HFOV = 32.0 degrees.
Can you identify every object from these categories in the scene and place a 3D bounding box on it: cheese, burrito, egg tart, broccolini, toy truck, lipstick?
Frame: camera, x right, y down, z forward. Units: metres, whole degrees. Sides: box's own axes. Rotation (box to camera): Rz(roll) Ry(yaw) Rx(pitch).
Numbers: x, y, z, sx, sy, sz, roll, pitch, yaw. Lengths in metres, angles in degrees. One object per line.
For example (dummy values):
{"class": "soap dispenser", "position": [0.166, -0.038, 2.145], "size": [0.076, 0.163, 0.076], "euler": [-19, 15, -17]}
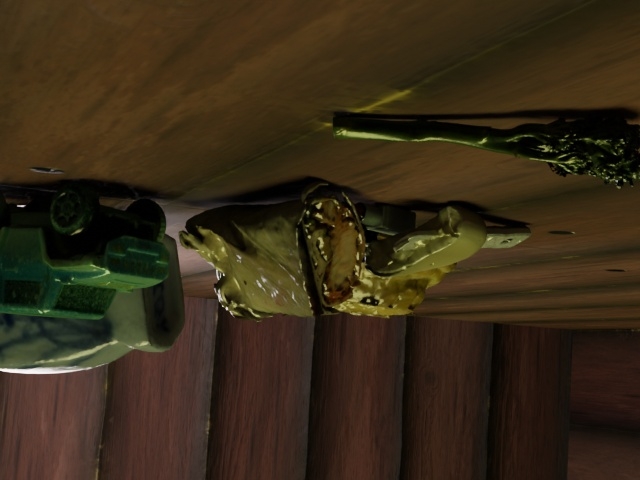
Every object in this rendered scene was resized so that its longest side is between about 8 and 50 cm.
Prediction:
{"class": "cheese", "position": [0.169, -0.001, 1.345], "size": [0.235, 0.050, 0.127], "euler": [0, 152, -45]}
{"class": "burrito", "position": [-0.046, 0.022, 1.331], "size": [0.175, 0.107, 0.347], "euler": [46, 153, -19]}
{"class": "egg tart", "position": [0.054, 0.049, 1.649], "size": [0.290, 0.115, 0.290], "euler": [3, 172, 0]}
{"class": "broccolini", "position": [0.123, -0.079, 0.841], "size": [0.239, 0.051, 0.054], "euler": [9, -179, 16]}
{"class": "toy truck", "position": [-0.325, 0.016, 1.376], "size": [0.278, 0.156, 0.155], "euler": [1, 173, 31]}
{"class": "lipstick", "position": [0.062, -0.029, 1.312], "size": [0.030, 0.030, 0.129], "euler": [-2, 171, 42]}

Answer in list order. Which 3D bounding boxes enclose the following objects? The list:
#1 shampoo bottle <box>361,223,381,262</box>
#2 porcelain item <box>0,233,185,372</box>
{"class": "shampoo bottle", "position": [0.000, 0.000, 1.484], "size": [0.183, 0.050, 0.087], "euler": [1, 153, 17]}
{"class": "porcelain item", "position": [-0.407, 0.076, 1.606], "size": [0.405, 0.243, 0.178], "euler": [-1, -169, 19]}
